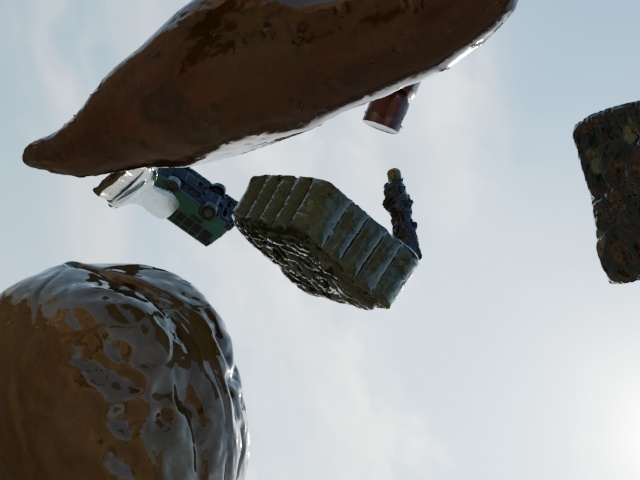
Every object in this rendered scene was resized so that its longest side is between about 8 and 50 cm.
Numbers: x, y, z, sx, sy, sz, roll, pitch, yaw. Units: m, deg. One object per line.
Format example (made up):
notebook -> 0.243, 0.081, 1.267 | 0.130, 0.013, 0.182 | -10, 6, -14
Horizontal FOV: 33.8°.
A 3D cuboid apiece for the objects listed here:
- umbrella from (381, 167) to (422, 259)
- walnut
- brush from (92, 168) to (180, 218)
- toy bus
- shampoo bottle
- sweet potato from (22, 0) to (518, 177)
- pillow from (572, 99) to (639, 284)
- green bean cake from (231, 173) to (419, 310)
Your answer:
umbrella -> 0.106, -0.034, 1.402 | 0.037, 0.040, 0.144 | 122, -32, -49
walnut -> -0.254, 0.216, 1.281 | 0.308, 0.354, 0.398 | -21, -100, 31
brush -> -0.250, -0.065, 1.516 | 0.020, 0.085, 0.336 | 48, 0, 7
toy bus -> -0.219, -0.065, 1.775 | 0.160, 0.079, 0.092 | 36, -54, -14
shampoo bottle -> 0.161, -0.342, 1.842 | 0.076, 0.314, 0.118 | 22, -3, -10
sweet potato -> -0.044, -0.112, 0.675 | 0.359, 0.112, 0.112 | -18, -67, 20
pillow -> 0.443, -0.068, 1.513 | 0.189, 0.034, 0.256 | 160, -81, -68
green bean cake -> 0.000, 0.000, 1.279 | 0.185, 0.094, 0.183 | 44, -18, -32
